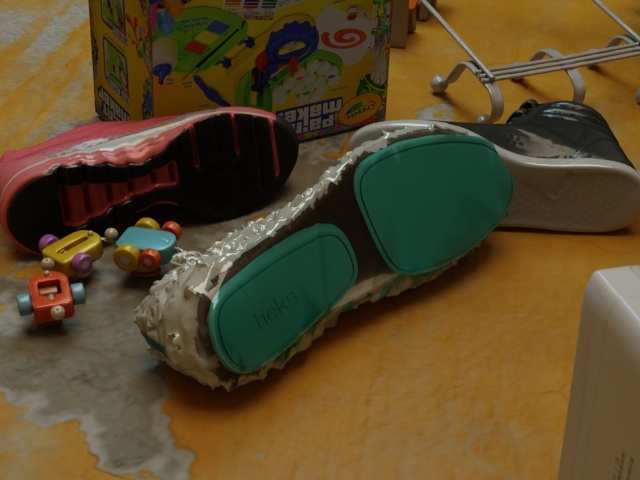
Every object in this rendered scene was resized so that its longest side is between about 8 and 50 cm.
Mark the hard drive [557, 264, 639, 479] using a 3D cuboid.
[{"bbox_3d":[0.232,0.204,0.765,0.047,0.233,0.353,-7,32,-14],"label":"hard drive"}]

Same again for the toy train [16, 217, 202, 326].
[{"bbox_3d":[-0.192,0.034,1.209,0.166,0.046,0.125,-13,35,-17],"label":"toy train"}]

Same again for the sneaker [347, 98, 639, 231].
[{"bbox_3d":[0.175,-0.087,1.377,0.296,0.104,0.147,8,30,-1],"label":"sneaker"}]

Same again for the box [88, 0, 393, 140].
[{"bbox_3d":[-0.086,-0.255,1.463,0.290,0.279,0.177,-15,35,-27],"label":"box"}]

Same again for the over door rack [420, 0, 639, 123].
[{"bbox_3d":[0.231,-0.267,1.637,0.239,0.108,0.324,-12,55,-21],"label":"over door rack"}]

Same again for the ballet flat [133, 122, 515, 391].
[{"bbox_3d":[0.000,0.000,1.200,0.147,0.147,0.409,28,40,36],"label":"ballet flat"}]

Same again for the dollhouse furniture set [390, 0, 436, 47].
[{"bbox_3d":[0.039,-0.383,1.817,0.259,0.135,0.262,9,32,12],"label":"dollhouse furniture set"}]

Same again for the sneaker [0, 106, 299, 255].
[{"bbox_3d":[-0.176,-0.087,1.339,0.314,0.116,0.136,-13,33,-23],"label":"sneaker"}]
